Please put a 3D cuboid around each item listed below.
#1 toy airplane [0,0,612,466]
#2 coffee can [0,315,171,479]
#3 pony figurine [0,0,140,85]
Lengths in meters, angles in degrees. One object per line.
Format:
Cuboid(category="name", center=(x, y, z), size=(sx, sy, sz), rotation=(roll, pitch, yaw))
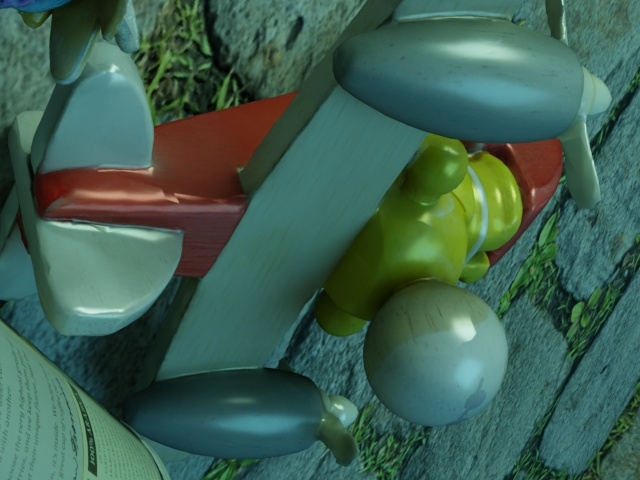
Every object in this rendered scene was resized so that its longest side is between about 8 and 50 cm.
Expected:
Cuboid(category="toy airplane", center=(0.000, 0.000, 0.788), size=(0.384, 0.272, 0.386), rotation=(-36, 161, -2))
Cuboid(category="coffee can", center=(-0.212, 0.126, 0.655), size=(0.201, 0.201, 0.275), rotation=(-52, 148, -13))
Cuboid(category="pony figurine", center=(-0.086, -0.277, 0.483), size=(0.351, 0.303, 0.363), rotation=(53, 55, -66))
